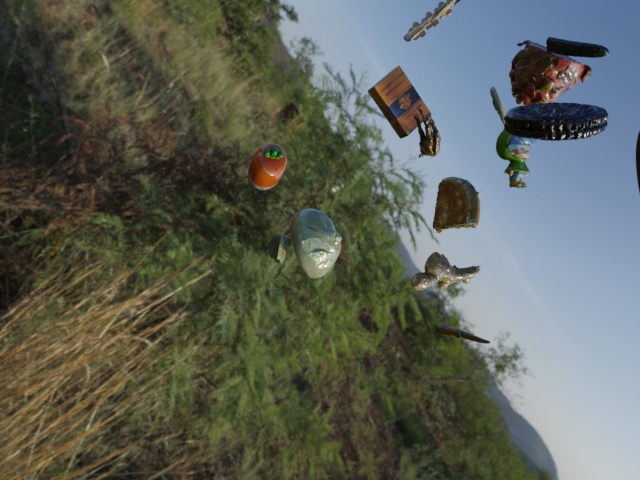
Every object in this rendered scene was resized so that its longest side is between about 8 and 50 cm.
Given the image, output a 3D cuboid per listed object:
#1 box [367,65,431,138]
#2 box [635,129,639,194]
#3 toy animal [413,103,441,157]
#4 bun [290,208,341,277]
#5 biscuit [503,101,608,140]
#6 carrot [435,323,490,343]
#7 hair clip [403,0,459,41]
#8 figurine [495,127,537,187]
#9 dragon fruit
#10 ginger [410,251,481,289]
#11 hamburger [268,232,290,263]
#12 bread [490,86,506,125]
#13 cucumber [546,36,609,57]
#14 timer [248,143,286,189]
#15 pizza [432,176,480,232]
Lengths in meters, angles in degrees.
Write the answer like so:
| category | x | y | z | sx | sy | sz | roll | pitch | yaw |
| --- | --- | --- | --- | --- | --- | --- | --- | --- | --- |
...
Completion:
| category | x | y | z | sx | sy | sz | roll | pitch | yaw |
| --- | --- | --- | --- | --- | --- | --- | --- | --- | --- |
| box | 0.316 | -0.547 | 1.895 | 0.237 | 0.152 | 0.070 | 51 | -16 | -17 |
| box | 0.835 | -0.160 | 1.020 | 0.301 | 0.216 | 0.301 | -10 | 90 | -75 |
| toy animal | 0.325 | -0.303 | 1.454 | 0.149 | 0.054 | 0.275 | 67 | 7 | 26 |
| bun | 0.000 | 0.000 | 1.901 | 0.283 | 0.179 | 0.283 | -12 | 90 | -77 |
| biscuit | 0.462 | -0.238 | 0.945 | 0.194 | 0.194 | 0.053 | -111 | -167 | -65 |
| carrot | 0.596 | 0.400 | 2.017 | 0.254 | 0.049 | 0.049 | 8 | -35 | 43 |
| hair clip | 0.358 | -0.707 | 1.514 | 0.062 | 0.214 | 0.056 | 57 | 21 | 11 |
| figurine | 0.788 | -0.345 | 1.924 | 0.143 | 0.162 | 0.263 | 0 | -87 | 56 |
| dragon fruit | 1.001 | -0.726 | 2.165 | 0.296 | 0.263 | 0.314 | 8 | 34 | -20 |
| ginger | 0.481 | 0.123 | 1.843 | 0.081 | 0.334 | 0.148 | -12 | -105 | 58 |
| hamburger | -0.172 | 0.028 | 1.895 | 0.084 | 0.121 | 0.054 | 15 | 4 | 44 |
| bread | 0.794 | -0.576 | 2.107 | 0.193 | 0.036 | 0.112 | 56 | 25 | -22 |
| cucumber | 0.889 | -0.666 | 1.658 | 0.215 | 0.058 | 0.052 | 31 | -46 | 37 |
| timer | -0.146 | -0.216 | 1.328 | 0.099 | 0.136 | 0.136 | 13 | 16 | -9 |
| pizza | 0.518 | -0.124 | 1.844 | 0.086 | 0.226 | 0.335 | 20 | 29 | -20 |
